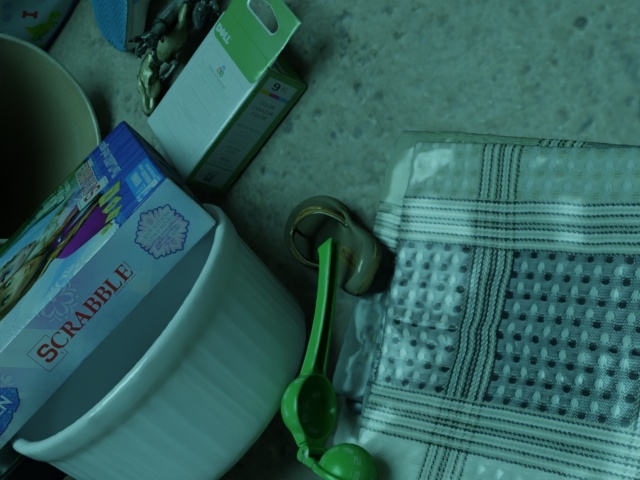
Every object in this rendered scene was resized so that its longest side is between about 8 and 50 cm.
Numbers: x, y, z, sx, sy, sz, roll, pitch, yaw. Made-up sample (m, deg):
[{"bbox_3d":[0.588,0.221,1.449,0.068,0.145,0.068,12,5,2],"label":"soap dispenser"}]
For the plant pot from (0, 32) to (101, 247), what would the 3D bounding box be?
[{"bbox_3d":[-0.441,-0.086,1.366,0.274,0.257,0.256,-26,61,55],"label":"plant pot"}]

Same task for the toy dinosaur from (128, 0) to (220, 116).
[{"bbox_3d":[-0.148,-0.247,1.207,0.268,0.064,0.118,-52,10,20],"label":"toy dinosaur"}]

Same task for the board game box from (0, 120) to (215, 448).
[{"bbox_3d":[-0.261,0.039,1.075,0.318,0.066,0.319,-47,22,-1],"label":"board game box"}]

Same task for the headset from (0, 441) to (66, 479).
[{"bbox_3d":[-0.376,0.223,1.160,0.243,0.185,0.394,-32,12,2],"label":"headset"}]

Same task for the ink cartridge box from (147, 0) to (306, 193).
[{"bbox_3d":[-0.085,-0.163,1.148,0.209,0.062,0.109,-51,50,21],"label":"ink cartridge box"}]

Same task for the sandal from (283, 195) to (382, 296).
[{"bbox_3d":[0.000,0.000,1.007,0.180,0.049,0.072,39,112,63],"label":"sandal"}]

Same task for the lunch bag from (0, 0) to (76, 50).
[{"bbox_3d":[-0.431,-0.318,1.410,0.176,0.219,0.090,-51,56,22],"label":"lunch bag"}]

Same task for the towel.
[{"bbox_3d":[0.144,0.063,0.875,0.324,0.056,0.312,7,84,45],"label":"towel"}]

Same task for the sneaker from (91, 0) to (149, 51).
[{"bbox_3d":[-0.216,-0.337,1.309,0.087,0.092,0.228,26,117,42],"label":"sneaker"}]

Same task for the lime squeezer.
[{"bbox_3d":[0.030,0.153,0.891,0.110,0.059,0.310,-30,57,10],"label":"lime squeezer"}]

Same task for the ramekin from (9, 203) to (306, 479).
[{"bbox_3d":[-0.142,0.112,1.007,0.277,0.135,0.277,-39,23,20],"label":"ramekin"}]
